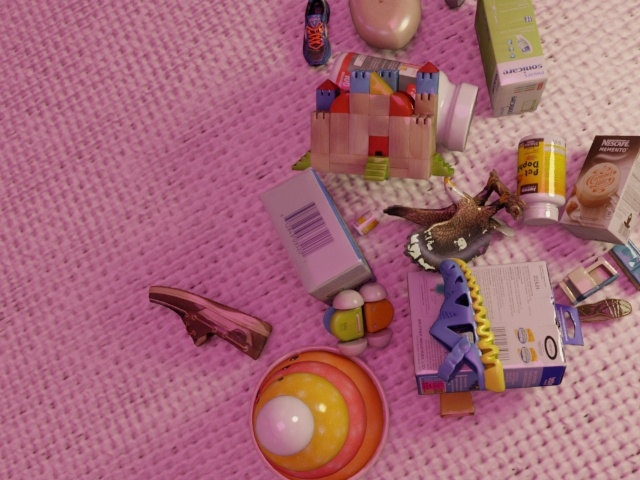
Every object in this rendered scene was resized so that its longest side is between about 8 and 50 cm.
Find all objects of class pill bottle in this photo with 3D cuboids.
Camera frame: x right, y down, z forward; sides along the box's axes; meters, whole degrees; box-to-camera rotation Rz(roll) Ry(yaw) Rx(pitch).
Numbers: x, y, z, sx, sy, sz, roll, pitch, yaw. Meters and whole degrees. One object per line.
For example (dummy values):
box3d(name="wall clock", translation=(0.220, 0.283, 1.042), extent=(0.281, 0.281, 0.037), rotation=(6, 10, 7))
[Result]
box3d(name="pill bottle", translation=(0.550, -0.150, 1.801), extent=(0.117, 0.117, 0.215), rotation=(2, 78, 10))
box3d(name="pill bottle", translation=(0.126, -0.051, 1.885), extent=(0.083, 0.043, 0.043), rotation=(-39, 75, -1))
box3d(name="pill bottle", translation=(0.207, -0.349, 1.852), extent=(0.363, 0.210, 0.210), rotation=(14, 80, 12))

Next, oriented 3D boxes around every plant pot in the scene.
box3d(name="plant pot", translation=(0.325, 0.379, 1.743), extent=(0.081, 0.081, 0.083), rotation=(-6, 71, 8))

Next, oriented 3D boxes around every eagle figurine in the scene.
box3d(name="eagle figurine", translation=(0.328, -0.055, 1.763), extent=(0.298, 0.226, 0.225), rotation=(-32, 82, 7))

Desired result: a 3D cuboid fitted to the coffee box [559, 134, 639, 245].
box3d(name="coffee box", translation=(0.701, -0.125, 1.750), extent=(0.141, 0.098, 0.246), rotation=(13, 76, 54))

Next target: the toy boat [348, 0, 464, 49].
box3d(name="toy boat", translation=(0.240, -0.644, 1.961), extent=(0.318, 0.148, 0.267), rotation=(-16, 71, 13))

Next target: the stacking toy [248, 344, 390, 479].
box3d(name="stacking toy", translation=(-0.033, 0.390, 1.588), extent=(0.351, 0.480, 0.350), rotation=(-2, 77, 8))

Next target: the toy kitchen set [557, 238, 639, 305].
box3d(name="toy kitchen set", translation=(0.689, 0.087, 1.702), extent=(0.207, 0.166, 0.122), rotation=(-34, 74, 0))

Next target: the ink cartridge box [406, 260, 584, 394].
box3d(name="ink cartridge box", translation=(0.412, 0.205, 1.699), extent=(0.396, 0.151, 0.270), rotation=(-6, 60, 9))

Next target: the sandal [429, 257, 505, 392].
box3d(name="sandal", translation=(0.300, 0.185, 1.579), extent=(0.138, 0.126, 0.317), rotation=(-14, 60, 8))

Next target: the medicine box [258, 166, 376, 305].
box3d(name="medicine box", translation=(0.000, 0.000, 1.767), extent=(0.149, 0.289, 0.263), rotation=(-29, 75, 5))

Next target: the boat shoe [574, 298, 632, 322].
box3d(name="boat shoe", translation=(0.679, 0.171, 1.748), extent=(0.135, 0.045, 0.050), rotation=(-6, 69, 12))

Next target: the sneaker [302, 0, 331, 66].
box3d(name="sneaker", translation=(-0.016, -0.587, 2.003), extent=(0.083, 0.087, 0.221), rotation=(-5, 77, 9))

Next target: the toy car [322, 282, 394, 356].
box3d(name="toy car", translation=(0.086, 0.189, 1.787), extent=(0.182, 0.136, 0.159), rotation=(-14, 103, -33))

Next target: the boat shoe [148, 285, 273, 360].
box3d(name="boat shoe", translation=(-0.299, 0.214, 1.859), extent=(0.342, 0.123, 0.123), rotation=(20, 80, 6))

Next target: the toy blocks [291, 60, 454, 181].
box3d(name="toy blocks", translation=(0.126, -0.289, 1.704), extent=(0.381, 0.191, 0.260), rotation=(5, 109, 16))

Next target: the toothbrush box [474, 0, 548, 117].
box3d(name="toothbrush box", translation=(0.480, -0.488, 1.842), extent=(0.122, 0.206, 0.283), rotation=(-8, 76, 7))
